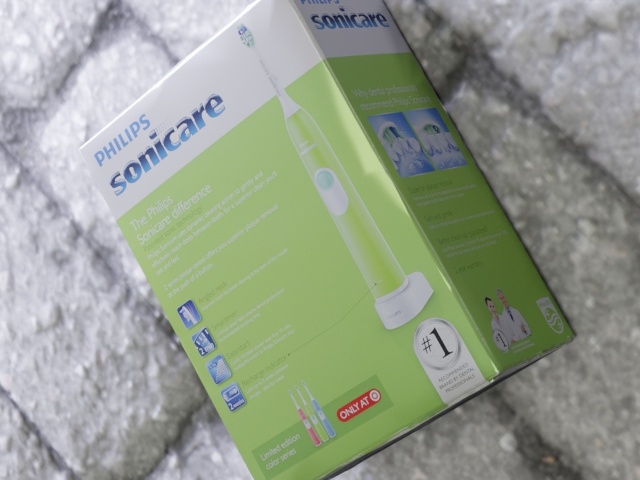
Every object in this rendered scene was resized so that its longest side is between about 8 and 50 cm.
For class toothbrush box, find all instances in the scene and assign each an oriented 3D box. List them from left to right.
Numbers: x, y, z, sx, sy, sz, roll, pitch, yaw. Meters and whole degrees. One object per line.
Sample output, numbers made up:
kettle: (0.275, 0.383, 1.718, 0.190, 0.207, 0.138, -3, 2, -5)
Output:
toothbrush box: (0.000, 0.000, 1.063, 0.206, 0.122, 0.283, -36, 80, 31)
